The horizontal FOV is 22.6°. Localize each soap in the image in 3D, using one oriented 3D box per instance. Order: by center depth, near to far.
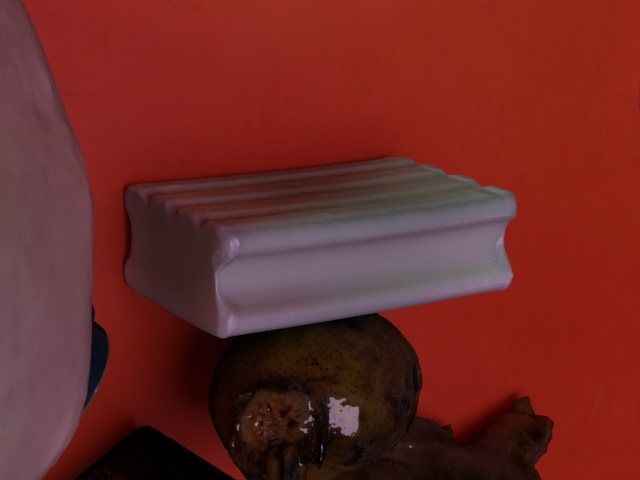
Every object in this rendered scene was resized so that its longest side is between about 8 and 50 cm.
[{"bbox_3d":[0.000,0.000,1.240,0.265,0.160,0.087,-8,109,-33],"label":"soap"}]

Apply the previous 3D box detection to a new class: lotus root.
[{"bbox_3d":[-0.010,0.120,1.223,0.278,0.154,0.154,-30,128,-71],"label":"lotus root"}]

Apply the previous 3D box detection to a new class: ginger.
[{"bbox_3d":[0.086,0.218,1.404,0.333,0.080,0.166,-6,72,-35],"label":"ginger"}]

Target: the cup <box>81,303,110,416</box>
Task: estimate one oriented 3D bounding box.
[{"bbox_3d":[-0.240,0.052,1.122,0.155,0.131,0.176,43,48,-31],"label":"cup"}]

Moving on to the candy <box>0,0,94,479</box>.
[{"bbox_3d":[-0.302,-0.017,0.934,0.386,0.186,0.427,-30,91,-29],"label":"candy"}]

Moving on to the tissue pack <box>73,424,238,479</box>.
[{"bbox_3d":[-0.189,0.334,1.175,0.370,0.210,0.198,-40,124,-19],"label":"tissue pack"}]
